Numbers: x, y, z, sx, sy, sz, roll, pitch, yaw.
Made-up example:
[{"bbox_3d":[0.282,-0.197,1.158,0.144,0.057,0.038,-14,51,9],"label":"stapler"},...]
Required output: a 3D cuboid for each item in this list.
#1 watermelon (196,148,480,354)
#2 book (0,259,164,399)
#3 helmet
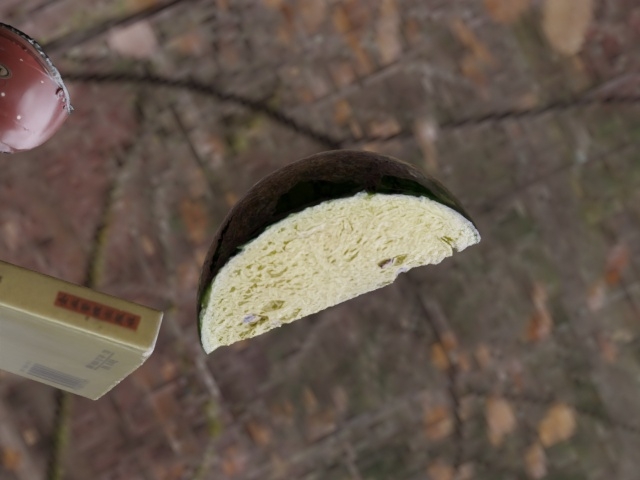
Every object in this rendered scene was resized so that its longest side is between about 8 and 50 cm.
[{"bbox_3d":[-0.001,-0.002,1.145,0.181,0.092,0.075,-20,-176,3],"label":"watermelon"},{"bbox_3d":[-0.200,0.022,0.931,0.161,0.231,0.026,145,-38,-70],"label":"book"},{"bbox_3d":[-0.174,-0.077,1.055,0.049,0.065,0.084,-59,158,-21],"label":"helmet"}]
